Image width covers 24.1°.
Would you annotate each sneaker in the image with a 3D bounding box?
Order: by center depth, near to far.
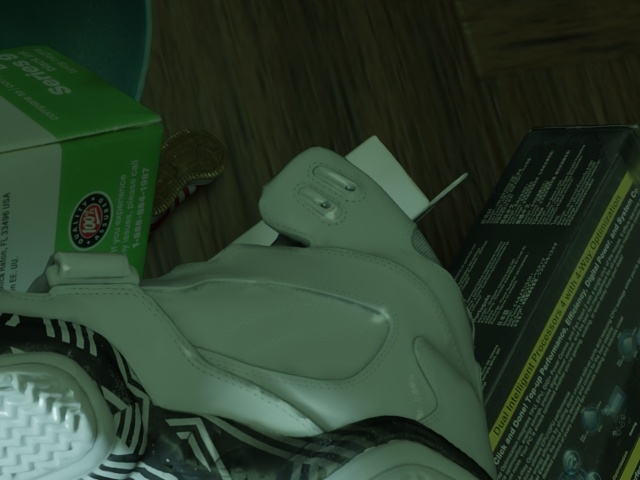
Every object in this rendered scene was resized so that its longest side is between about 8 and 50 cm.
[{"bbox_3d":[-0.075,0.050,0.705,0.366,0.137,0.210,20,42,-15],"label":"sneaker"},{"bbox_3d":[-0.108,-0.028,0.979,0.042,0.067,0.118,44,36,2],"label":"sneaker"}]

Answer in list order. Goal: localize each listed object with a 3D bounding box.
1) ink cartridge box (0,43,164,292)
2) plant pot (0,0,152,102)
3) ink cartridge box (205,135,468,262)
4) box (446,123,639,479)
[{"bbox_3d":[-0.236,0.031,0.742,0.289,0.211,0.121,-15,38,-42],"label":"ink cartridge box"},{"bbox_3d":[-0.270,-0.123,0.850,0.290,0.290,0.195,-36,52,-24],"label":"plant pot"},{"bbox_3d":[0.000,0.000,0.964,0.180,0.104,0.060,-38,86,-24],"label":"ink cartridge box"},{"bbox_3d":[0.153,0.179,0.890,0.318,0.097,0.395,46,63,-33],"label":"box"}]
